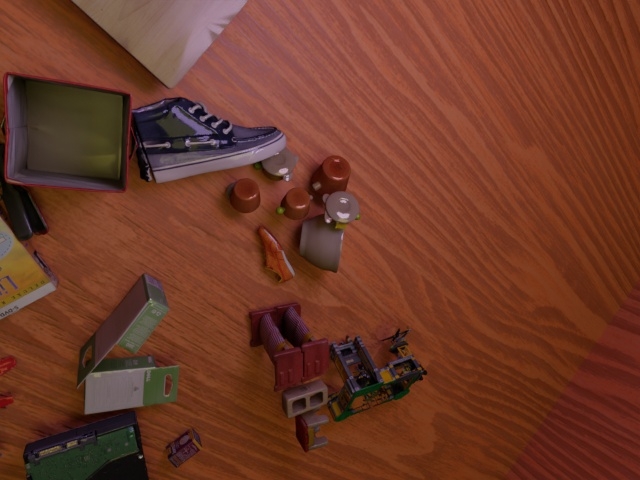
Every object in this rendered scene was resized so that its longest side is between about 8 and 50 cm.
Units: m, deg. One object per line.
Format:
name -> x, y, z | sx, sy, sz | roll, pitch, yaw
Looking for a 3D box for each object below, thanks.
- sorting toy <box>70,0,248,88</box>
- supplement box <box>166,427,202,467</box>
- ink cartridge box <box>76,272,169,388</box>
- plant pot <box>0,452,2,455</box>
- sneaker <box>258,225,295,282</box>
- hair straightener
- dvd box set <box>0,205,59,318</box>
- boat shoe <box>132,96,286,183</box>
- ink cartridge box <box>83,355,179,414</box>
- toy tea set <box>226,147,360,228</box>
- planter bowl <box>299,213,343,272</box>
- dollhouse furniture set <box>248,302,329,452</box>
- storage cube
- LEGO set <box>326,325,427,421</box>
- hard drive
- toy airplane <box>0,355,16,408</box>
sorting toy -> -0.326, -0.489, 0.865 | 0.255, 0.089, 0.257 | 41, 84, -30
supplement box -> -0.372, 0.566, 1.182 | 0.083, 0.055, 0.043 | -34, 116, -15
ink cartridge box -> -0.443, 0.202, 0.968 | 0.056, 0.171, 0.235 | 39, 86, -31
plant pot -> -0.852, 0.483, 0.813 | 0.248, 0.247, 0.252 | -45, 103, -8
sneaker -> -0.126, 0.042, 1.144 | 0.067, 0.064, 0.175 | -28, 113, -6
hair straightener -> -0.608, -0.108, 0.828 | 0.047, 0.089, 0.231 | -8, 106, 14
dvd box set -> -0.765, -0.001, 0.806 | 0.307, 0.062, 0.420 | -30, 116, -16
boat shoe -> -0.243, -0.244, 0.956 | 0.340, 0.127, 0.158 | -19, 120, -20
ink cartridge box -> -0.463, 0.349, 1.065 | 0.209, 0.062, 0.109 | 2, 104, -28
toy tea set -> -0.065, -0.125, 1.099 | 0.336, 0.124, 0.200 | 8, 67, -10
planter bowl -> 0.000, 0.000, 1.152 | 0.109, 0.162, 0.162 | 7, 103, -2
dollhouse furniture set -> -0.087, 0.387, 1.197 | 0.152, 0.201, 0.374 | -11, 116, -24
storage cube -> -0.467, -0.201, 0.821 | 0.215, 0.193, 0.184 | 2, 104, -28
LEGO set -> 0.144, 0.398, 1.355 | 0.331, 0.192, 0.255 | -15, 141, -19
hard drive -> -0.538, 0.601, 1.038 | 0.236, 0.064, 0.339 | -12, 108, -24
toy airplane -> -0.733, 0.321, 0.940 | 0.151, 0.028, 0.151 | -8, 109, -23
